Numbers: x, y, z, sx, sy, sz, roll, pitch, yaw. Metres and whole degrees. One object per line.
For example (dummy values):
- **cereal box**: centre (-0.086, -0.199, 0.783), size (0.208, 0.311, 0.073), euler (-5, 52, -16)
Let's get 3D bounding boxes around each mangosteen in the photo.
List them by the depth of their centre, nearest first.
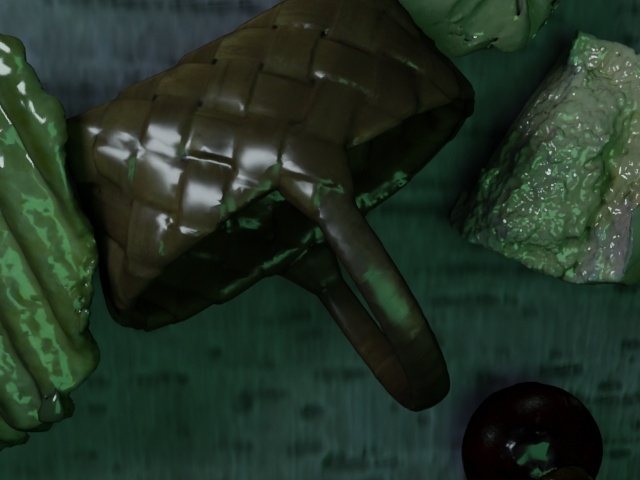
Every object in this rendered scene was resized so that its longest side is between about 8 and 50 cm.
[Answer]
- **mangosteen**: centre (0.222, 0.221, 1.156), size (0.153, 0.152, 0.152), euler (-6, 109, -19)

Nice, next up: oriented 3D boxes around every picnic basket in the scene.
- **picnic basket**: centre (0.000, 0.000, 0.893), size (0.337, 0.293, 0.337), euler (0, 77, -1)

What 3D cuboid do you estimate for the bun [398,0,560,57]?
- **bun**: centre (0.119, -0.263, 0.961), size (0.239, 0.141, 0.239), euler (-7, 107, -22)

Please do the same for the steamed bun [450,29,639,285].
- **steamed bun**: centre (0.260, -0.069, 1.066), size (0.200, 0.170, 0.225), euler (20, 97, -21)

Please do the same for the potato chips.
- **potato chips**: centre (-0.334, 0.017, 0.867), size (0.373, 0.097, 0.389), euler (1, 113, 13)
